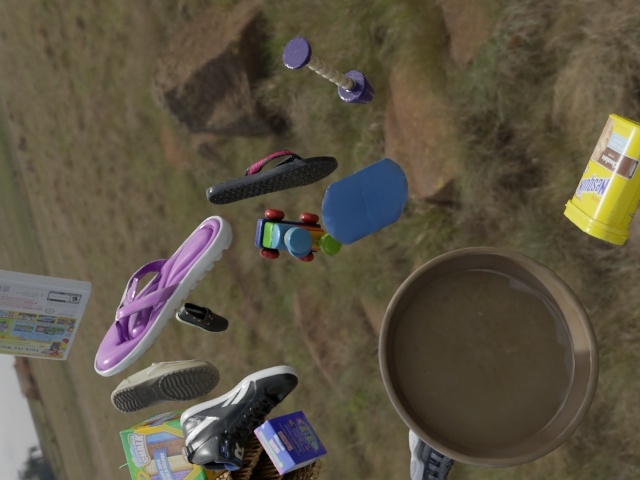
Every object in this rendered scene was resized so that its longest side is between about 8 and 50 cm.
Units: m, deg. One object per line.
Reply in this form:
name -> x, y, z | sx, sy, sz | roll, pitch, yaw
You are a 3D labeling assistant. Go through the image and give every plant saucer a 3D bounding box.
plant saucer -> 0.210, 0.145, 1.139 | 0.041, 0.277, 0.278 | 99, 151, -73

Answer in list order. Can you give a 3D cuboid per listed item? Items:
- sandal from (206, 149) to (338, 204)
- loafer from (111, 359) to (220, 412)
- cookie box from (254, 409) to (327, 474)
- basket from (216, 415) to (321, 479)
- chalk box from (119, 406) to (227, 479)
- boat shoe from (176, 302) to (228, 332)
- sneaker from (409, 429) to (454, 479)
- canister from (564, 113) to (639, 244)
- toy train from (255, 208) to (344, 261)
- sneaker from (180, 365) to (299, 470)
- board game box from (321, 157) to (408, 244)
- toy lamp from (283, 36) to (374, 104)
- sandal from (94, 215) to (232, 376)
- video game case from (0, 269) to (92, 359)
sandal -> -0.066, -0.089, 1.171 | 0.067, 0.179, 0.040 | 43, -144, -66
loafer -> -0.373, 0.335, 2.180 | 0.092, 0.268, 0.102 | -95, -9, -60
cookie box -> -0.051, 0.349, 1.567 | 0.040, 0.107, 0.092 | -43, 68, 23
basket -> -0.154, 0.551, 2.179 | 0.214, 0.223, 0.299 | 68, -158, -14
chalk box -> -0.292, 0.405, 1.753 | 0.132, 0.213, 0.132 | -16, -88, -67
boat shoe -> -0.273, 0.183, 2.138 | 0.042, 0.133, 0.049 | -51, 33, 31
sneaker -> 0.269, 0.440, 1.863 | 0.153, 0.101, 0.269 | -2, 97, 30
canister -> 0.443, -0.094, 1.353 | 0.126, 0.073, 0.170 | -105, 34, -71
toy train -> 0.000, 0.000, 1.916 | 0.143, 0.248, 0.105 | 14, 98, 58
sneaker -> -0.117, 0.295, 1.434 | 0.079, 0.217, 0.121 | 46, -160, -47
board game box -> 0.072, -0.072, 1.566 | 0.033, 0.168, 0.133 | 47, 159, 50
toy lamp -> 0.028, -0.368, 2.016 | 0.080, 0.274, 0.080 | -9, 75, 35
sandal -> -0.356, 0.098, 1.916 | 0.102, 0.416, 0.169 | 44, 168, -29
video game case -> -0.558, 0.138, 1.664 | 0.206, 0.227, 0.026 | -61, 32, 35
